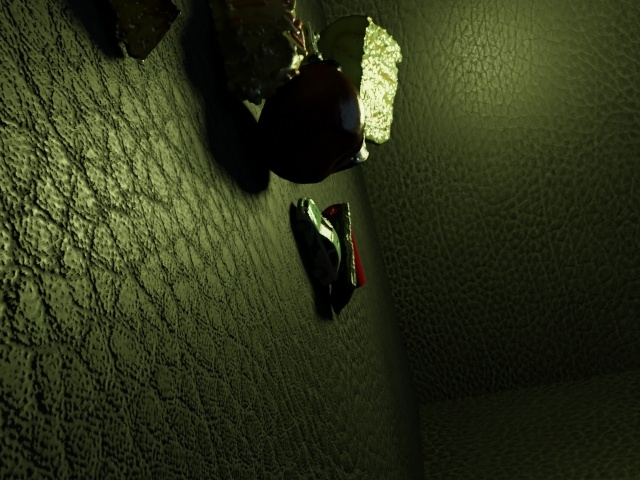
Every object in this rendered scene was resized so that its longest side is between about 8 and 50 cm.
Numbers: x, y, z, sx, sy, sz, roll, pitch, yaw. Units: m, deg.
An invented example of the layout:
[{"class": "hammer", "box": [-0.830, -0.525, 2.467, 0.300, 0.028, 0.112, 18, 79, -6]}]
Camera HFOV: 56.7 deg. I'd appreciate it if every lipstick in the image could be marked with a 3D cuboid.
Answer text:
[{"class": "lipstick", "box": [0.074, 0.019, 1.786, 0.073, 0.073, 0.280, -86, 162, -57]}]

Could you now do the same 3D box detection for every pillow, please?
[{"class": "pillow", "box": [0.050, 0.048, 1.528, 0.189, 0.034, 0.256, 113, -26, -58]}]

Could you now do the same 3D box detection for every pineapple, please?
[{"class": "pineapple", "box": [-0.197, -0.265, 0.672, 0.114, 0.077, 0.114, -111, -172, -64]}]

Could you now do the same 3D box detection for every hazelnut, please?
[{"class": "hazelnut", "box": [-0.028, -0.217, 1.142, 0.251, 0.217, 0.217, 128, -44, -64]}]

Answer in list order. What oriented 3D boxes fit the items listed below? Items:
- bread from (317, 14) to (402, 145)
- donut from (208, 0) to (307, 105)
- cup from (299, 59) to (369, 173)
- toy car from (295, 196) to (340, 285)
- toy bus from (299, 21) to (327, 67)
[{"class": "bread", "box": [0.089, -0.499, 1.940, 0.239, 0.263, 0.396, 17, 79, -57]}, {"class": "donut", "box": [-0.127, -0.434, 1.000, 0.307, 0.150, 0.371, -93, 168, -57]}, {"class": "cup", "box": [0.003, -0.294, 1.478, 0.255, 0.178, 0.256, -85, 158, -62]}, {"class": "toy car", "box": [0.000, 0.000, 1.394, 0.090, 0.076, 0.224, -85, 160, -54]}, {"class": "toy bus", "box": [-0.036, -0.505, 1.704, 0.268, 0.106, 0.092, 58, 22, -68]}]
